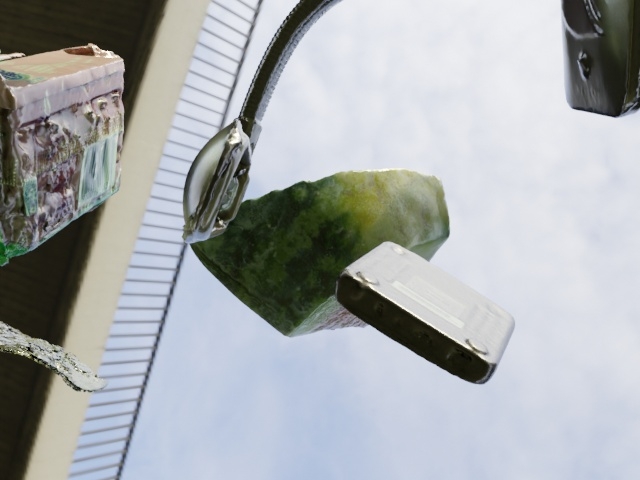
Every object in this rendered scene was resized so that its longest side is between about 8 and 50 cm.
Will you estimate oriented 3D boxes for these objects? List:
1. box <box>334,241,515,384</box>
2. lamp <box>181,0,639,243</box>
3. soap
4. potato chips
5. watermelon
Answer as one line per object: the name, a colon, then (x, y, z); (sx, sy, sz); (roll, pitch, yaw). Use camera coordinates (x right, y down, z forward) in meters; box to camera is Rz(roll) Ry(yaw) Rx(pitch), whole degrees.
box: (0.082, 0.047, 0.608); (0.126, 0.125, 0.027); (31, -68, 12)
lamp: (0.048, -0.089, 0.414); (0.283, 0.203, 0.124); (-19, -77, 1)
soap: (-0.277, -0.091, 0.811); (0.098, 0.273, 0.217); (6, -71, 7)
potato chips: (-0.336, 0.124, 0.958); (0.026, 0.209, 0.142); (-56, -161, -6)
watermelon: (0.000, 0.000, 1.045); (0.310, 0.231, 0.193); (-25, -118, -17)
